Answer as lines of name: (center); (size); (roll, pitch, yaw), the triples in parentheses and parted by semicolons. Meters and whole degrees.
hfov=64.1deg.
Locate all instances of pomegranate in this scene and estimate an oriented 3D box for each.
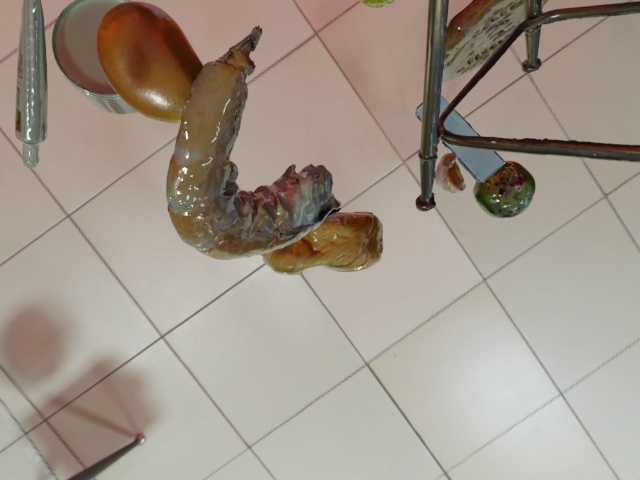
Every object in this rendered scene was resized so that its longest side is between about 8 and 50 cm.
pomegranate: (0.380, -0.111, 1.062); (0.122, 0.161, 0.122); (7, 117, 14)

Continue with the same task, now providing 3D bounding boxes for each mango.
mango: (-0.277, -0.284, 0.846); (0.151, 0.120, 0.221); (-31, 95, 16)

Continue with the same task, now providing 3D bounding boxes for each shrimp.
shrimp: (-0.083, -0.066, 0.554); (0.185, 0.287, 0.068); (-47, 56, -9)

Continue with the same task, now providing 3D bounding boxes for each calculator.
calculator: (0.234, -0.176, 0.870); (0.057, 0.018, 0.172); (-44, 83, 14)

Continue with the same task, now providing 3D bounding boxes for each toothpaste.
toothpaste: (-0.356, -0.210, 0.629); (0.037, 0.067, 0.256); (-1, 120, -31)

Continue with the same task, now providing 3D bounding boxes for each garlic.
garlic: (0.330, -0.169, 1.311); (0.074, 0.113, 0.094); (-7, 139, 30)

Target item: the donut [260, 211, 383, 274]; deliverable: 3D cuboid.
donut: (0.000, 0.000, 1.399); (0.360, 0.360, 0.170); (-1, 95, -2)

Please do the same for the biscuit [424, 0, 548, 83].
biscuit: (0.384, -0.477, 1.130); (0.359, 0.359, 0.046); (-36, 79, 2)

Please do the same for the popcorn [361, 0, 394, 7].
popcorn: (0.158, -0.741, 1.430); (0.173, 0.173, 0.142); (34, 56, -6)

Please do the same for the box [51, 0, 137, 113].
box: (-0.465, -0.415, 1.156); (0.226, 0.149, 0.226); (0, 89, -9)

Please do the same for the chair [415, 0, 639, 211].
chair: (0.283, -0.268, 0.511); (0.365, 0.361, 0.410); (-49, 133, -25)
